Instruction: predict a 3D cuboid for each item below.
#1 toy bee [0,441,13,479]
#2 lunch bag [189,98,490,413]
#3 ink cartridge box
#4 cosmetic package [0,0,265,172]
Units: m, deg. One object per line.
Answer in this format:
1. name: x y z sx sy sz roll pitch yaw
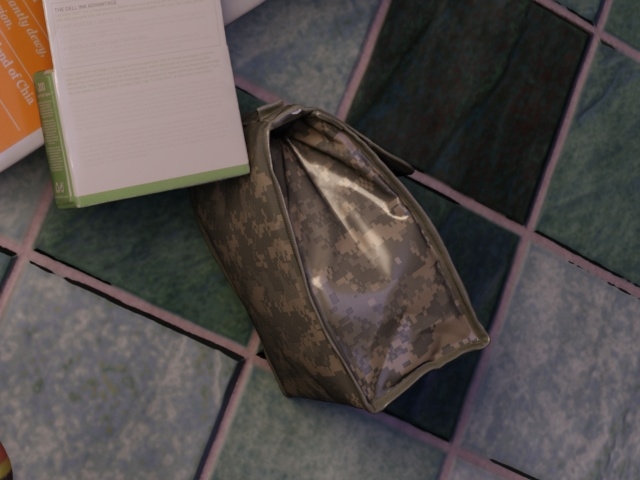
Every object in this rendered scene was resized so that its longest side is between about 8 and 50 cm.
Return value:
1. toy bee: -0.339 0.121 1.431 0.162 0.195 0.298 -33 113 7
2. lunch bag: 0.000 0.000 1.586 0.169 0.235 0.287 -30 99 -19
3. ink cartridge box: -0.162 -0.156 1.447 0.171 0.056 0.235 -13 96 -29
4. cosmetic package: -0.206 -0.257 1.555 0.453 0.161 0.230 -37 102 -24
